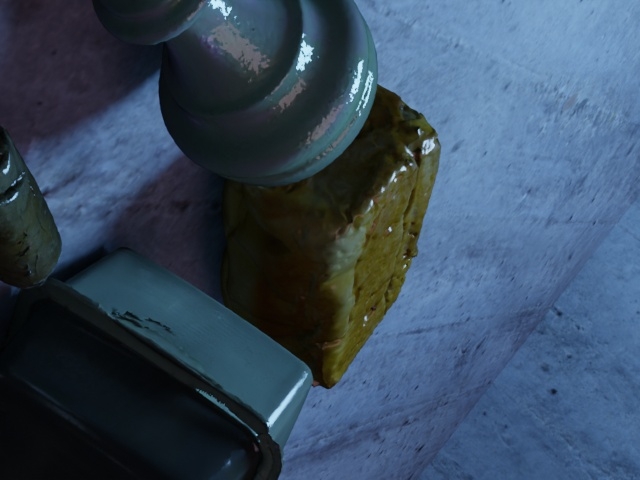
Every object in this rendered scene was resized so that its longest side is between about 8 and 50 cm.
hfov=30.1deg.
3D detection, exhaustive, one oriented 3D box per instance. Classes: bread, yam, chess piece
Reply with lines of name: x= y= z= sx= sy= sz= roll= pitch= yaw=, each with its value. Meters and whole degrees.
bread: x=0.000 y=0.000 z=0.991 sx=0.167 sy=0.132 sz=0.294 roll=-41 pitch=157 yaw=-23
yam: x=-0.186 y=-0.020 z=0.684 sx=0.054 sy=0.054 sz=0.132 roll=-43 pitch=160 yaw=-16
chess piece: x=-0.079 y=-0.133 z=0.636 sx=0.139 sy=0.139 sz=0.271 roll=-50 pitch=148 yaw=3

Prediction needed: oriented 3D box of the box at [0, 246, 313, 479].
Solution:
box: x=-0.146 y=0.165 z=0.867 sx=0.166 sy=0.220 sz=0.290 roll=-47 pitch=166 yaw=-49
